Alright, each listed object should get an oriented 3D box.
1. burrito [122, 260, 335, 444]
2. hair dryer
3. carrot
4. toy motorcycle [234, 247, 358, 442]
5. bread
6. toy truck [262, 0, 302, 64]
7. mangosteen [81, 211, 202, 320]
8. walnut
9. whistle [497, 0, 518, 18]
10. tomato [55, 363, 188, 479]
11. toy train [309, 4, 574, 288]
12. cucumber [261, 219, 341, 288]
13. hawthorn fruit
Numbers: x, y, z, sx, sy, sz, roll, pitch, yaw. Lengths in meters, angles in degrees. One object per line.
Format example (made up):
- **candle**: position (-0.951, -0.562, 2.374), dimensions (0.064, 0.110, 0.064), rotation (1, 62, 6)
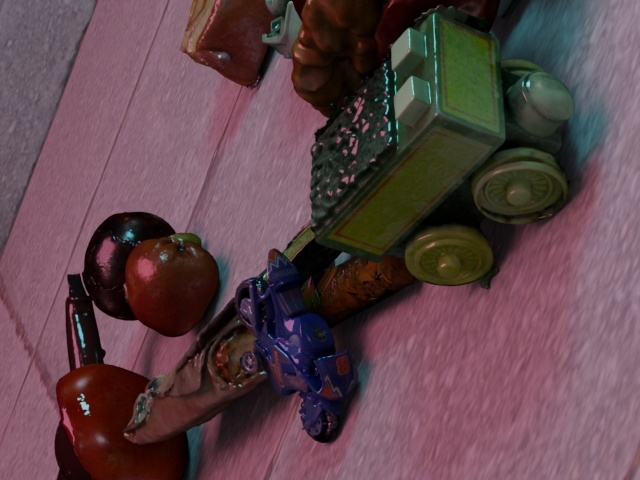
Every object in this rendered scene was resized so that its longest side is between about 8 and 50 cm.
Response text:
- **burrito**: position (-0.115, 0.145, 1.905), dimensions (0.348, 0.107, 0.175), rotation (-42, 10, 44)
- **hair dryer**: position (-0.360, 0.218, 2.376), dimensions (0.312, 0.123, 0.340), rotation (125, 139, -54)
- **carrot**: position (0.034, 0.052, 1.710), dimensions (0.228, 0.069, 0.069), rotation (-32, 43, 57)
- **toy motorcycle**: position (-0.024, 0.117, 1.708), dimensions (0.114, 0.076, 0.205), rotation (-45, 69, 44)
- **bread**: position (-0.126, -0.351, 2.368), dimensions (0.190, 0.123, 0.244), rotation (-35, 42, 54)
- **toy truck**: position (0.038, -0.257, 1.850), dimensions (0.279, 0.155, 0.156), rotation (-175, 87, -68)
- **mangosteen**: position (-0.266, 0.040, 2.343), dimensions (0.180, 0.166, 0.166), rotation (6, 76, 43)
- **walnut**: position (0.065, -0.224, 1.555), dimensions (0.244, 0.221, 0.269), rotation (-59, -18, -17)
- **whistle**: position (0.187, -0.383, 1.588), dimensions (0.290, 0.163, 0.163), rotation (-59, 24, 27)
- **tomato**: position (-0.250, 0.261, 2.083), dimensions (0.233, 0.139, 0.200), rotation (73, 174, -47)
- **toy train**: position (0.111, -0.077, 1.464), dimensions (0.271, 0.188, 0.159), rotation (-45, 34, 44)
- **cucumber**: position (0.000, 0.000, 1.794), dimensions (0.220, 0.046, 0.070), rotation (-42, 23, 16)
- **hawthorn fruit**: position (-0.214, 0.064, 2.214), dimensions (0.133, 0.132, 0.138), rotation (-150, 67, -68)
